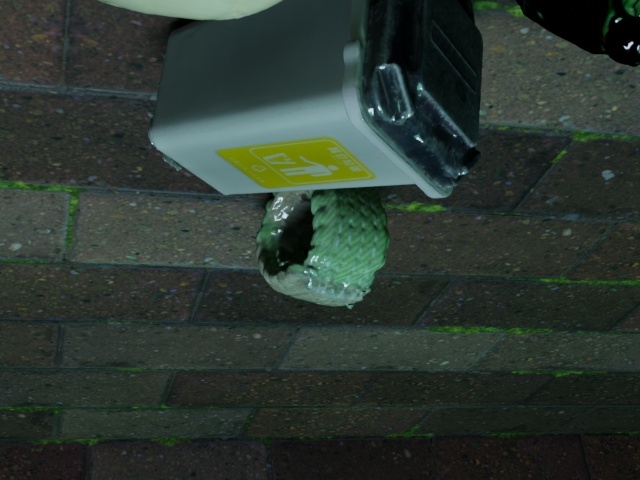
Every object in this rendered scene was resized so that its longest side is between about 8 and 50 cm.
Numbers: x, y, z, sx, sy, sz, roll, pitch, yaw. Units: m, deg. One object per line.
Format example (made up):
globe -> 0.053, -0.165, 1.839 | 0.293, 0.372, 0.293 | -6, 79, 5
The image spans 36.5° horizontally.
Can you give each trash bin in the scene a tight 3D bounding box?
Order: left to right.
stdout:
trash bin -> -0.003, -0.204, 1.180 | 0.367, 0.296, 0.256 | -8, 156, 32

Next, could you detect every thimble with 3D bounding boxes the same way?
thimble -> 0.000, 0.000, 1.545 | 0.150, 0.219, 0.219 | 14, 145, -32

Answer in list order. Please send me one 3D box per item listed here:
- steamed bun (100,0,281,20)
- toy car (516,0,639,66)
steamed bun -> -0.108, -0.365, 0.852 | 0.311, 0.233, 0.334 | 12, 150, -33
toy car -> 0.296, -0.346, 1.016 | 0.176, 0.213, 0.359 | -51, 157, -10
